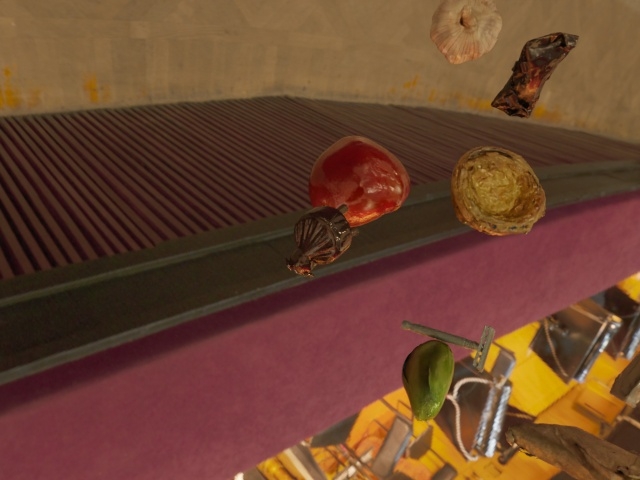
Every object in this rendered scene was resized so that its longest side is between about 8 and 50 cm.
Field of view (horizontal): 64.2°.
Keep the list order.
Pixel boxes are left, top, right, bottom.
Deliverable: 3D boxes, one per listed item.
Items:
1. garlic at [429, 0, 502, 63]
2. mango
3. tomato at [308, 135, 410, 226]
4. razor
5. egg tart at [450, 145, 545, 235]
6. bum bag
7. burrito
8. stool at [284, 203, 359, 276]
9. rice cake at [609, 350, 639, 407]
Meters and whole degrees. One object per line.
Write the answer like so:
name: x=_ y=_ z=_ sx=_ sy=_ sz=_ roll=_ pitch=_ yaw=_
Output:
garlic: x=0.391 y=-0.595 z=1.364 sx=0.199 sy=0.199 sz=0.226 roll=-64 pitch=171 yaw=8
mango: x=0.255 y=0.332 z=1.229 sx=0.125 sy=0.111 sz=0.233 roll=-53 pitch=-175 yaw=41
tomato: x=0.098 y=-0.173 z=1.447 sx=0.298 sy=0.298 sz=0.226 roll=-37 pitch=120 yaw=-21
razor: x=0.313 y=0.246 z=1.297 sx=0.068 sy=0.231 sz=0.106 roll=47 pitch=61 yaw=-52
egg tart: x=0.498 y=-0.131 z=1.452 sx=0.290 sy=0.291 sz=0.107 roll=-41 pitch=166 yaw=-17
bum bag: x=0.477 y=-0.372 z=1.164 sx=0.248 sy=0.102 sz=0.069 roll=104 pitch=7 yaw=-56
burrito: x=0.643 y=0.521 z=1.220 sx=0.175 sy=0.347 sz=0.107 roll=13 pitch=84 yaw=-35
stool: x=0.000 y=0.000 z=1.188 sx=0.121 sy=0.125 sz=0.217 roll=-35 pitch=163 yaw=-52
rice cake: x=0.611 y=0.186 z=0.895 sx=0.256 sy=0.052 sz=0.057 roll=-53 pitch=167 yaw=5
